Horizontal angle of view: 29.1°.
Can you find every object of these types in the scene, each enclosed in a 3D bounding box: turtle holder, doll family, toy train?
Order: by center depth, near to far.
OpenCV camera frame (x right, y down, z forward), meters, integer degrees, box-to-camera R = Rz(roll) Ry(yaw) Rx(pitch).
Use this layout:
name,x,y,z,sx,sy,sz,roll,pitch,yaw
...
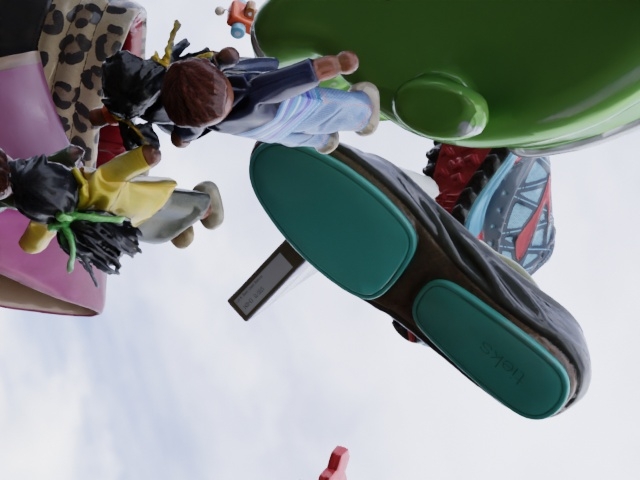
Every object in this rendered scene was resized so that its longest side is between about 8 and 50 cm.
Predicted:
name,x,y,z,sx,sy,sz,roll,pitch,yaw
doll family,-0.067,-0.038,0.494,0.193,0.111,0.076,-35,-112,25
turtle holder,0.117,-0.141,0.667,0.243,0.227,0.320,49,-65,27
toy train,-0.062,-0.308,1.556,0.046,0.125,0.166,-49,-155,42

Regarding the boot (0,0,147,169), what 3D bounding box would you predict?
name,x,y,z,sx,sy,sz,roll,pitch,yaw
boot,-0.292,-0.099,0.958,0.377,0.284,0.138,110,-3,-49

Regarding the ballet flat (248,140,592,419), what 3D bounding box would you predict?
name,x,y,z,sx,sy,sz,roll,pitch,yaw
ballet flat,0.072,0.015,0.861,0.280,0.096,0.095,42,-55,2

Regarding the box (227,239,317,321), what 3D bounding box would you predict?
name,x,y,z,sx,sy,sz,roll,pitch,yaw
box,0.000,0.000,1.317,0.036,0.225,0.136,47,-62,6

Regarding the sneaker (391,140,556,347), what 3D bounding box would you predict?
name,x,y,z,sx,sy,sz,roll,pitch,yaw
sneaker,0.150,-0.026,1.068,0.104,0.125,0.261,23,-89,53

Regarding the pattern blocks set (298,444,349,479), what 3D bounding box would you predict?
name,x,y,z,sx,sy,sz,roll,pitch,yaw
pattern blocks set,-0.033,0.475,1.727,0.026,0.285,0.324,16,-69,22

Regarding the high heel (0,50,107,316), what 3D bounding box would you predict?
name,x,y,z,sx,sy,sz,roll,pitch,yaw
high heel,-0.277,0.017,0.693,0.127,0.377,0.181,-5,-75,49
